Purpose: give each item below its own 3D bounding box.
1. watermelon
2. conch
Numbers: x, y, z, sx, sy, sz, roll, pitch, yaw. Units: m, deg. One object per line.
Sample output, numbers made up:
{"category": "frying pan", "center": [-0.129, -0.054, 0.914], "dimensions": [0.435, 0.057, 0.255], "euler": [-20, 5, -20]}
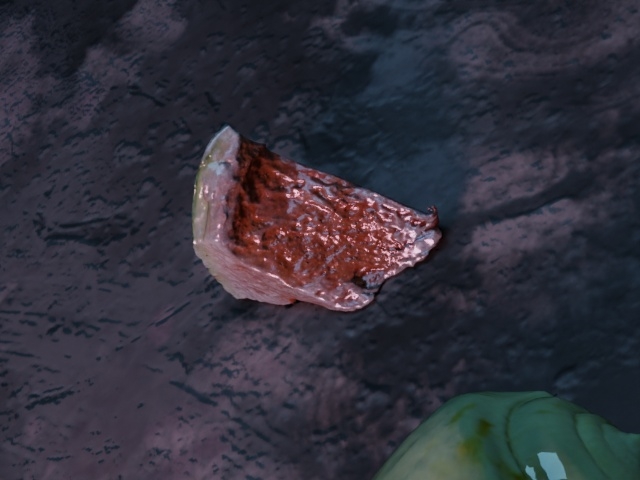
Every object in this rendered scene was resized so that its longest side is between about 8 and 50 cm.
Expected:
{"category": "watermelon", "center": [-0.009, 0.000, 1.075], "dimensions": [0.158, 0.121, 0.098], "euler": [19, 83, -1]}
{"category": "conch", "center": [0.067, 0.161, 0.847], "dimensions": [0.250, 0.137, 0.143], "euler": [-35, 67, 40]}
